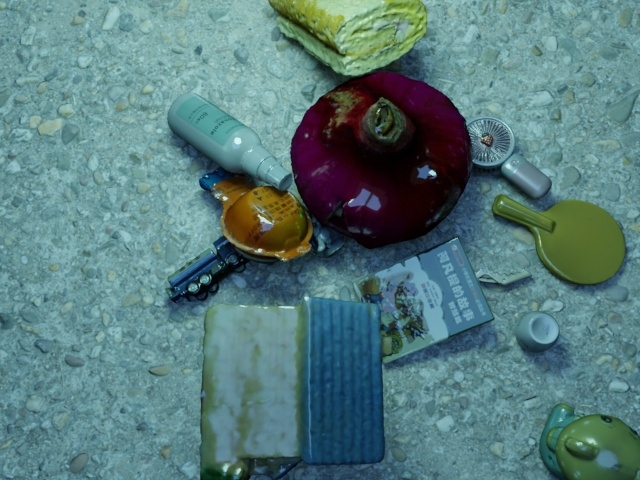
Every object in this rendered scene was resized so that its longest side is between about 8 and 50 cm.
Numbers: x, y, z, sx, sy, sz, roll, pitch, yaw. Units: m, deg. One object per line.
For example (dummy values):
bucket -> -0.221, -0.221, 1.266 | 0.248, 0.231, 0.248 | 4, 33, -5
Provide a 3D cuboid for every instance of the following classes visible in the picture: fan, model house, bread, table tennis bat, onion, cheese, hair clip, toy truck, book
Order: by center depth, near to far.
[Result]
model house -> -0.029, 0.300, 1.327 | 0.342, 0.382, 0.335 | -2, 78, 3
onion -> 0.123, -0.204, 1.419 | 0.397, 0.420, 0.399 | -3, 70, 8
book -> 0.225, 0.133, 1.511 | 0.264, 0.027, 0.202 | -23, 77, 8
cheese -> -0.146, -0.065, 1.520 | 0.216, 0.129, 0.329 | -24, 53, -34
hair clip -> 0.366, 0.083, 1.540 | 0.225, 0.034, 0.072 | 9, 81, 2
toy truck -> -0.261, 0.070, 1.548 | 0.201, 0.074, 0.088 | -36, 70, -5
table tennis bat -> 0.544, -0.021, 1.550 | 0.320, 0.050, 0.199 | 25, 76, 4
bread -> 0.057, -0.525, 1.551 | 0.236, 0.165, 0.375 | -30, 43, -12
fan -> 0.427, -0.187, 1.564 | 0.244, 0.074, 0.130 | 42, 79, 17

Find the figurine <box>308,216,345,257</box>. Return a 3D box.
figurine -> 0.000, 0.000, 1.544 | 0.086, 0.094, 0.082 | 40, 116, -17

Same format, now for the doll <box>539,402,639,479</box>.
doll -> 0.540, 0.423, 1.340 | 0.176, 0.261, 0.162 | 26, 81, 7

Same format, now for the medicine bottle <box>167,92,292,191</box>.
medicine bottle -> -0.199, -0.216, 1.537 | 0.351, 0.110, 0.110 | 35, 80, 27

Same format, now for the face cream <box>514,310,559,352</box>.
face cream -> 0.474, 0.198, 1.478 | 0.091, 0.095, 0.091 | -1, 77, 3
